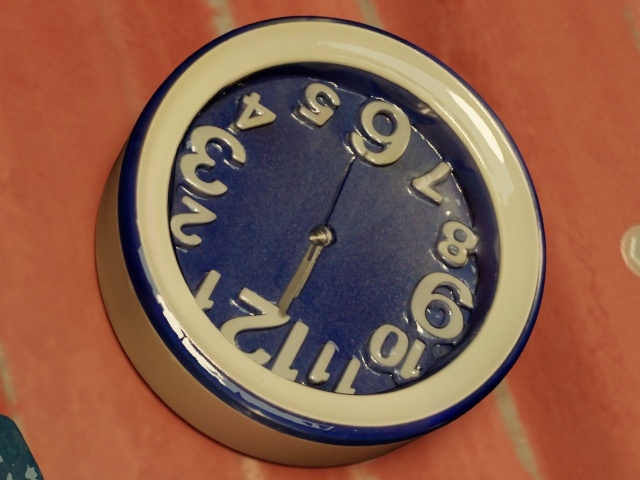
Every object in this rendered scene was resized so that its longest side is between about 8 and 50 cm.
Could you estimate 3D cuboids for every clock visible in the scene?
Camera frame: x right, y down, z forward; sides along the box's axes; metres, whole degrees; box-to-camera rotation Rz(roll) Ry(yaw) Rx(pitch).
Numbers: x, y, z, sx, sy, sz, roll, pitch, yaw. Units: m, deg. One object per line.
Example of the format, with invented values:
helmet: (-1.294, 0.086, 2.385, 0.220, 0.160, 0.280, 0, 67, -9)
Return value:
clock: (0.000, 0.000, 0.899, 0.230, 0.083, 0.230, 7, 70, -20)

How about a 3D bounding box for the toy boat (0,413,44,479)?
toy boat: (-0.145, 0.196, 0.784, 0.080, 0.046, 0.229, 0, 70, -21)
